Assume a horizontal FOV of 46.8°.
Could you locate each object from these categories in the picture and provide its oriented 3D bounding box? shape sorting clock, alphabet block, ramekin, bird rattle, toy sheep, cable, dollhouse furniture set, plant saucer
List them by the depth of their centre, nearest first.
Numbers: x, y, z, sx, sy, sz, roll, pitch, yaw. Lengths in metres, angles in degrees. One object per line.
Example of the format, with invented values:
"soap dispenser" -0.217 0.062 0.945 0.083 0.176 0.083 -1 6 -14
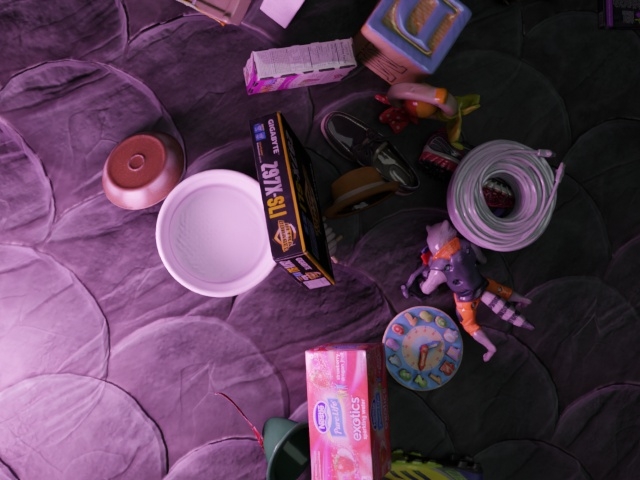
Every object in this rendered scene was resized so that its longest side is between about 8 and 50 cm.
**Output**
"plant saucer" -0.397 -0.164 1.623 0.198 0.036 0.199 -6 64 13
"ramekin" -0.228 -0.014 1.660 0.277 0.135 0.278 0 88 -12
"cable" 0.416 -0.104 1.706 0.257 0.089 0.257 15 86 -10
"bird rattle" 0.236 -0.321 1.708 0.253 0.207 0.143 22 87 25
"dollhouse furniture set" -0.198 -0.652 1.715 0.197 0.151 0.302 29 100 14
"toy sheep" 0.000 0.000 1.736 0.091 0.091 0.132 -43 84 -10
"alphabet block" 0.203 -0.492 1.737 0.193 0.197 0.192 36 81 -10
"shape sorting clock" 0.251 0.264 1.807 0.206 0.040 0.206 0 88 -13

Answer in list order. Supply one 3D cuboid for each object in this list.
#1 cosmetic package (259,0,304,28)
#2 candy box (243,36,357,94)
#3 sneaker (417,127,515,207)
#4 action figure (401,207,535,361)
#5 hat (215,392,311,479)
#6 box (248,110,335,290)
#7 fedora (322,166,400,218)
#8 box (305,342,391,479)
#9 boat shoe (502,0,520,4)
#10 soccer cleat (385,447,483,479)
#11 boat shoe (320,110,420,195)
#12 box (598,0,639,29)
"cosmetic package" -0.058 -0.575 1.663 0.085 0.231 0.117 35 81 -9
"candy box" -0.050 -0.399 1.697 0.233 0.159 0.071 -11 92 -13
"sneaker" 0.391 -0.171 1.811 0.299 0.121 0.112 27 76 -12
"action figure" 0.386 0.068 1.776 0.341 0.178 0.330 -45 101 -12
"hat" -0.123 0.443 1.724 0.173 0.183 0.209 -25 131 -44
"box" -0.058 -0.078 1.589 0.079 0.257 0.322 -15 69 11
"fedora" 0.086 -0.118 1.717 0.194 0.194 0.079 -20 80 -12
"box" 0.064 0.389 1.682 0.154 0.142 0.300 -3 89 23
"boat shoe" 0.483 -0.656 1.846 0.324 0.123 0.117 -2 91 -11
"soccer cleat" 0.254 0.572 1.774 0.289 0.093 0.121 9 93 -12
"boat shoe" 0.129 -0.213 1.765 0.285 0.092 0.103 40 80 -9
"box" 0.816 -0.620 1.964 0.162 0.029 0.116 -1 90 -11
